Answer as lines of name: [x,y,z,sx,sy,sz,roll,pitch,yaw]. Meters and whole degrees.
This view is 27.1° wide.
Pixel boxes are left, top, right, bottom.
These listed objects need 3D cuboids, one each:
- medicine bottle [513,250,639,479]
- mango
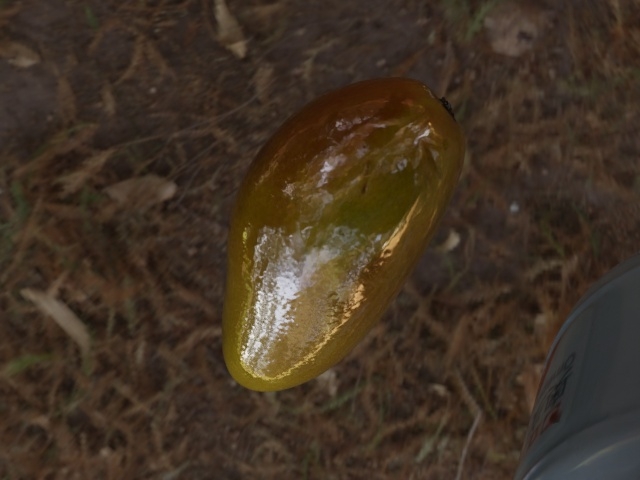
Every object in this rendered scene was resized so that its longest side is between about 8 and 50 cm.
medicine bottle: [0.208,0.163,0.634,0.245,0.306,0.245,11,128,14]
mango: [0.000,0.000,0.888,0.138,0.113,0.253,8,123,-39]
